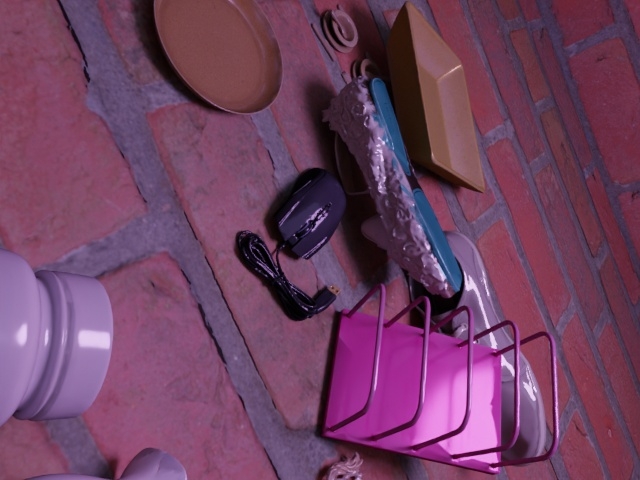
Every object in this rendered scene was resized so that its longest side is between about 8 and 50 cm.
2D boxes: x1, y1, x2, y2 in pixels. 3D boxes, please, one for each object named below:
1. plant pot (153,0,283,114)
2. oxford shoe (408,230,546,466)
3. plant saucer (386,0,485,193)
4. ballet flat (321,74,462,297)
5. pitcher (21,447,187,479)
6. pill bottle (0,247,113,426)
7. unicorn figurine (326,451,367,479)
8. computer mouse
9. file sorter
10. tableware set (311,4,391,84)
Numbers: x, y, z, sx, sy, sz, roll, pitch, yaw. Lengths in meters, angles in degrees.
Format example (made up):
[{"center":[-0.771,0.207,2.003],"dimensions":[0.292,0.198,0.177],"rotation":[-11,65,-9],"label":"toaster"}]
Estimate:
[{"center":[-0.152,-0.297,0.877],"dimensions":[0.236,0.032,0.236],"rotation":[17,65,-43],"label":"plant pot"},{"center":[0.273,0.196,1.073],"dimensions":[0.130,0.169,0.449],"rotation":[-4,73,-51],"label":"oxford shoe"},{"center":[0.236,-0.275,1.225],"dimensions":[0.333,0.081,0.332],"rotation":[13,68,-57],"label":"plant saucer"},{"center":[0.116,-0.083,1.016],"dimensions":[0.147,0.147,0.408],"rotation":[-13,81,-49],"label":"ballet flat"},{"center":[-0.226,0.296,0.525],"dimensions":[0.207,0.126,0.177],"rotation":[14,82,-63],"label":"pitcher"},{"center":[-0.327,0.075,0.459],"dimensions":[0.283,0.160,0.160],"rotation":[15,66,-44],"label":"pill bottle"},{"center":[0.039,0.398,0.834],"dimensions":[0.111,0.060,0.161],"rotation":[4,58,-46],"label":"unicorn figurine"},{"center":[0.000,0.000,0.918],"dimensions":[0.184,0.060,0.262],"rotation":[57,44,-16],"label":"computer mouse"},{"center":[0.178,0.205,0.861],"dimensions":[0.291,0.182,0.202],"rotation":[16,61,-11],"label":"file sorter"},{"center":[0.074,-0.367,1.142],"dimensions":[0.194,0.039,0.128],"rotation":[55,44,-19],"label":"tableware set"}]
